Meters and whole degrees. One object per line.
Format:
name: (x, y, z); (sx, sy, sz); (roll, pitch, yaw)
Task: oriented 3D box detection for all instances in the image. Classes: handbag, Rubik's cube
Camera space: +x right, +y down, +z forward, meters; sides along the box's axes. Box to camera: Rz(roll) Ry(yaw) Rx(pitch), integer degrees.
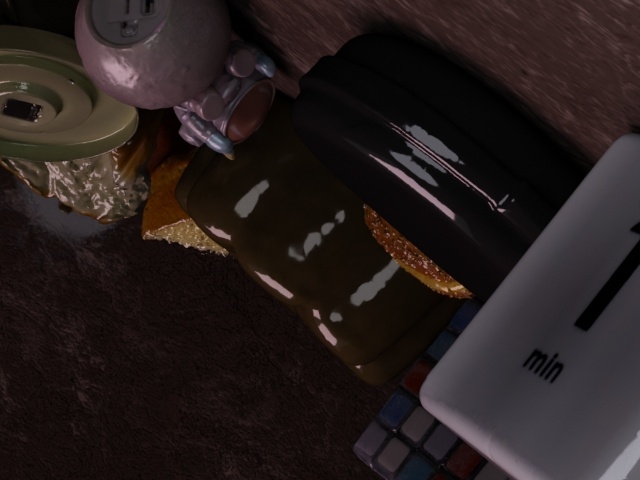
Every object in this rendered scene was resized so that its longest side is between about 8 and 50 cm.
handbag: (0.115, -0.031, 0.999); (0.308, 0.093, 0.254); (40, 175, -22)
Rubik's cube: (0.277, 0.296, 1.910); (0.293, 0.292, 0.287); (44, 174, -36)

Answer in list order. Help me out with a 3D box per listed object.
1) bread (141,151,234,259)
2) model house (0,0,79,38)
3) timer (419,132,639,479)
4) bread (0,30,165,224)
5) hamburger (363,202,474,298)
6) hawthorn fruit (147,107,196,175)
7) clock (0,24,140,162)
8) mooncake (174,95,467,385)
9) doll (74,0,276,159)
bread: (-0.123, -0.053, 1.898); (0.260, 0.129, 0.134); (11, 150, 2)
model house: (-0.345, -0.298, 1.334); (0.204, 0.211, 0.243); (34, 174, 37)
timer: (0.204, 0.084, 0.716); (0.192, 0.195, 0.194); (40, 175, -24)
bread: (-0.297, -0.184, 1.588); (0.279, 0.250, 0.225); (20, 144, -17)
hamburger: (0.108, -0.009, 1.369); (0.166, 0.087, 0.137); (36, 175, 38)
hawthorn fruit: (-0.275, -0.204, 1.972); (0.208, 0.208, 0.248); (37, 162, 27)
clock: (-0.297, -0.139, 1.382); (0.235, 0.029, 0.235); (3, 155, 1)
mooncake: (0.000, 0.000, 1.680); (0.378, 0.200, 0.378); (39, 176, 4)
doll: (-0.127, -0.170, 1.331); (0.151, 0.151, 0.287); (37, 179, 23)
